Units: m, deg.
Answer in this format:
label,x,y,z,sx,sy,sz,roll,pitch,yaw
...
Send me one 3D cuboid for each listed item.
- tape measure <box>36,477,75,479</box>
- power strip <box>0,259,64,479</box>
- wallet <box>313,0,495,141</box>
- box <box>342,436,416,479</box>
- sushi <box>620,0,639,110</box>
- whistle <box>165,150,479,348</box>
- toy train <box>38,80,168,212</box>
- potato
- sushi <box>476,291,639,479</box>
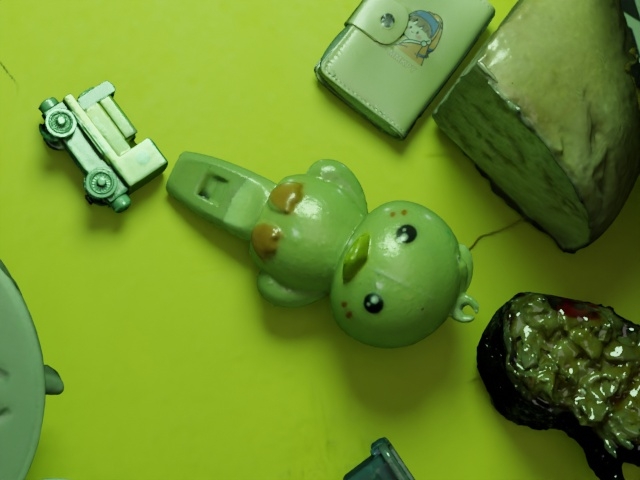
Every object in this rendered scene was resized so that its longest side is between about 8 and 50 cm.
label,x,y,z,sx,sy,sz,roll,pitch,yaw
tape measure,-0.187,0.324,1.053,0.246,0.125,0.243,17,99,-19
power strip,-0.376,0.108,1.012,0.358,0.161,0.357,-2,97,-17
wallet,0.076,-0.184,1.220,0.110,0.039,0.155,37,79,-4
box,0.062,0.228,1.144,0.054,0.074,0.099,-34,87,3
sushi,0.348,-0.133,1.123,0.359,0.064,0.343,21,46,-31
whistle,0.001,0.001,1.135,0.294,0.141,0.141,24,79,-2
toy train,-0.195,-0.085,1.164,0.081,0.050,0.122,-35,87,-15
potato,0.246,-0.153,1.156,0.189,0.211,0.264,36,75,1
sushi,0.241,0.131,1.157,0.213,0.115,0.147,25,79,-4
